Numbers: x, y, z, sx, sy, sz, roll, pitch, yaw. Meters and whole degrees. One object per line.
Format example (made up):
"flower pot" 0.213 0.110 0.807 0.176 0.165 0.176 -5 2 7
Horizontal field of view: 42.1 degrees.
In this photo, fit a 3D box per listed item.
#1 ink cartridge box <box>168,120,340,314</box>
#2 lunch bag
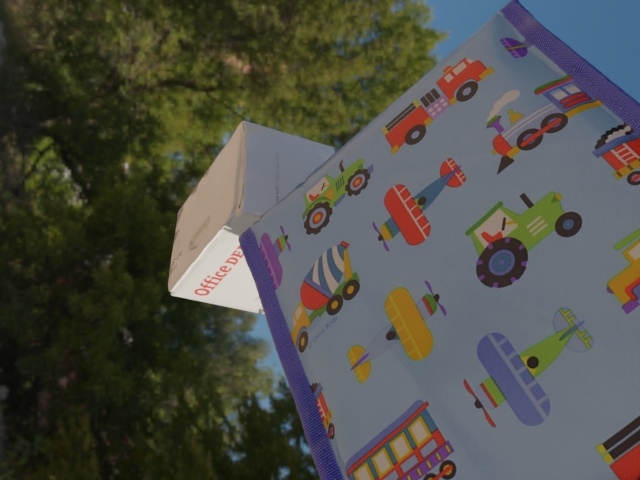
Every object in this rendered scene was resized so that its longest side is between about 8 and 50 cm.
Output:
"ink cartridge box" 0.000 0.000 0.920 0.207 0.283 0.117 -44 -141 50
"lunch bag" 0.091 0.038 0.407 0.221 0.138 0.293 -40 -152 14
